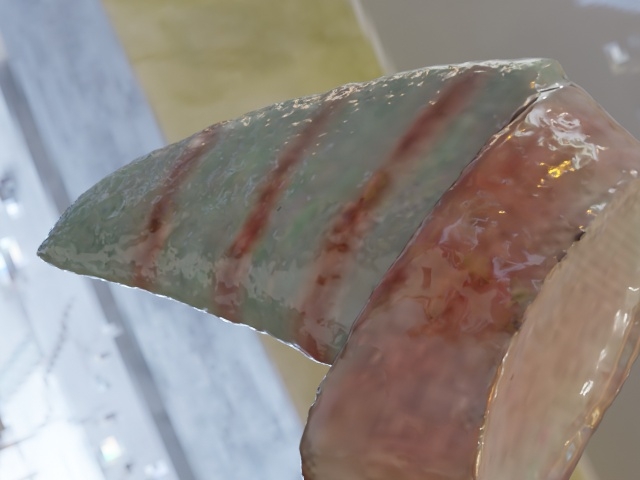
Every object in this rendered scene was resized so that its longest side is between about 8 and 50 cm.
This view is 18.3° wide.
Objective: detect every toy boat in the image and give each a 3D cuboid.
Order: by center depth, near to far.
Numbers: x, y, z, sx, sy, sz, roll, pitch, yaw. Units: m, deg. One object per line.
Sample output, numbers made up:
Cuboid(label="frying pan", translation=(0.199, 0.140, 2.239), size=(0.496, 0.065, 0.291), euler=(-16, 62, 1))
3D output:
Cuboid(label="toy boat", translation=(0.000, 0.000, 0.836), size=(0.282, 0.206, 0.096), euler=(16, -17, 40))
